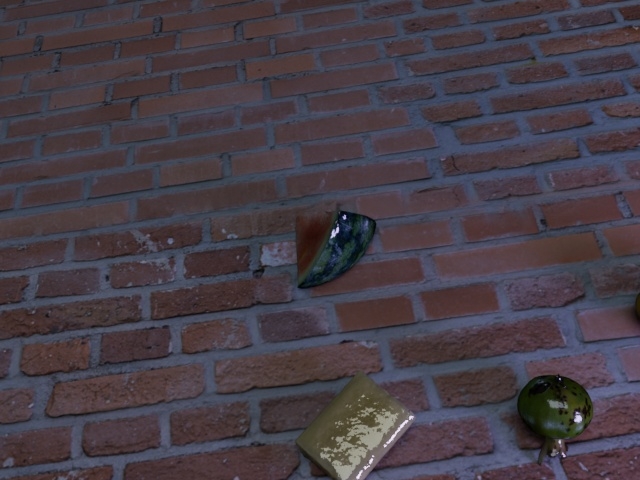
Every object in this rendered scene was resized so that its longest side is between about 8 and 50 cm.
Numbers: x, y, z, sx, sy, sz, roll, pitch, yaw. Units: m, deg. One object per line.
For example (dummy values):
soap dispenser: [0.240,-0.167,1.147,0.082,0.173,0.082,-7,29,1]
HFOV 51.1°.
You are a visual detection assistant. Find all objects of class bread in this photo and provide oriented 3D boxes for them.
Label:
bread: [0.060,0.334,1.171,0.178,0.060,0.139,-42,59,-20]

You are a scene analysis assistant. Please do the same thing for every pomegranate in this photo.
pomegranate: [0.395,0.301,1.131,0.122,0.122,0.162,3,93,10]

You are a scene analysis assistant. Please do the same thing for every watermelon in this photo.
watermelon: [0.018,0.014,1.416,0.207,0.136,0.202,-53,21,3]

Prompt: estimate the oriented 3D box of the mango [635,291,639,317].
mango: [0.678,0.123,1.218,0.195,0.098,0.137,11,54,6]
